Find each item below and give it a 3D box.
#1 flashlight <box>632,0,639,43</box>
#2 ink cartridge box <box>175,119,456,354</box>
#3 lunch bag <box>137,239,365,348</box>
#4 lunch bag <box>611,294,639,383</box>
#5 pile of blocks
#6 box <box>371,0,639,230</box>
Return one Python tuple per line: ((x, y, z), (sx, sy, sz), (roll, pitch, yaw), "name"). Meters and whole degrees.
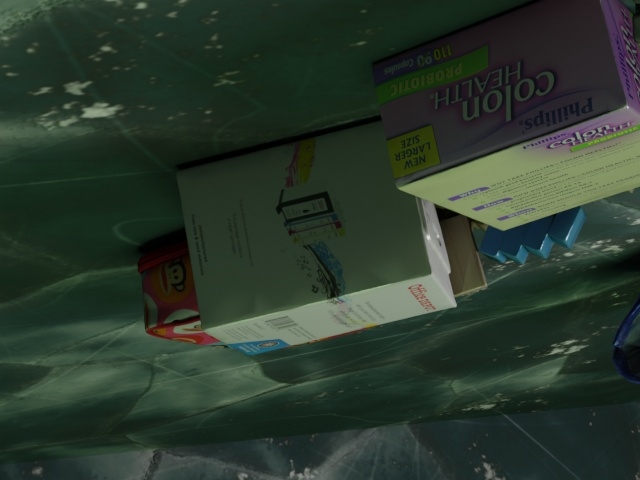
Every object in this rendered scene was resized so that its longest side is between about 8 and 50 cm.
((0.380, -0.212, 1.072), (0.304, 0.103, 0.103), (-1, 130, 14), "flashlight")
((0.000, 0.000, 1.486), (0.233, 0.168, 0.171), (-13, 165, 9), "ink cartridge box")
((-0.072, 0.064, 1.751), (0.258, 0.120, 0.293), (-18, 163, 27), "lunch bag")
((0.656, 0.101, 2.166), (0.328, 0.239, 0.385), (1, 153, -42), "lunch bag")
((0.184, -0.012, 1.605), (0.362, 0.149, 0.112), (-16, 163, 15), "pile of blocks")
((0.200, -0.111, 1.333), (0.213, 0.117, 0.243), (-19, 163, 26), "box")
